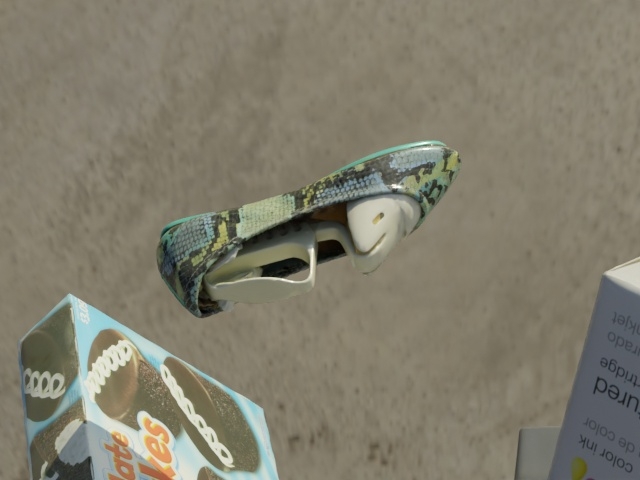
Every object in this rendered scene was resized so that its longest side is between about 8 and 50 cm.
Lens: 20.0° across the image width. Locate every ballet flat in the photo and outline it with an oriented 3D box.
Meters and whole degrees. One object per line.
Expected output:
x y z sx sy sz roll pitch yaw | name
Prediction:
0.000 0.000 1.056 0.188 0.070 0.070 -20 66 -1 | ballet flat

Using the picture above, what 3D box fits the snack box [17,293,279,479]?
-0.091 0.194 1.129 0.060 0.187 0.322 -41 38 20 | snack box

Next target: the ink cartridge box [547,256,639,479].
0.124 0.104 0.487 0.127 0.175 0.072 28 28 34 | ink cartridge box

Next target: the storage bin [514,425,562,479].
0.265 0.250 1.919 0.135 0.098 0.091 -2 49 11 | storage bin
